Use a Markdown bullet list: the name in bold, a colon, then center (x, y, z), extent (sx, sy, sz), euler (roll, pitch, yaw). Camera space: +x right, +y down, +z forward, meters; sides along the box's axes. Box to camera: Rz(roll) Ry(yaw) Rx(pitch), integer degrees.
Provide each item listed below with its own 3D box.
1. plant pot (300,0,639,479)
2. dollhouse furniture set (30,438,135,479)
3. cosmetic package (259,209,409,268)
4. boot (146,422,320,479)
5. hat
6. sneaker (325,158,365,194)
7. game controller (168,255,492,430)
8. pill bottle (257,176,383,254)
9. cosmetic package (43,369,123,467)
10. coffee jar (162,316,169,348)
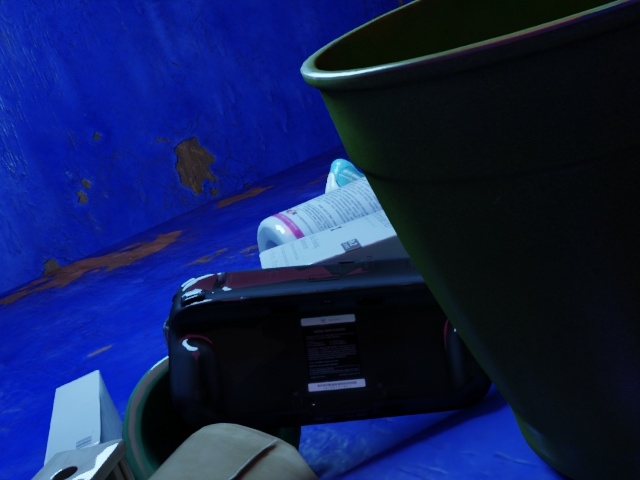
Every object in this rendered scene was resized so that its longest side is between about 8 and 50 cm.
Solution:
- **plant pot**: center (0.217, -0.023, 0.558), extent (0.367, 0.352, 0.366), euler (-19, 19, 7)
- **dollhouse furniture set**: center (-0.235, 0.258, 0.588), extent (0.184, 0.129, 0.129), euler (-15, 13, 15)
- **cosmetic package**: center (0.036, 0.068, 0.946), extent (0.184, 0.151, 0.151), euler (-20, 13, -3)
- **boot**: center (-0.047, 0.218, 0.539), extent (0.236, 0.089, 0.269), euler (20, 8, 15)
- **hat**: center (-0.110, 0.219, 0.812), extent (0.173, 0.183, 0.208), euler (-3, 52, -6)
- **sneaker**: center (0.123, -0.085, 1.423), extent (0.275, 0.109, 0.107), euler (11, -15, -42)
- **game controller**: center (0.009, 0.099, 0.762), extent (0.320, 0.166, 0.067), euler (-5, -24, -4)
- **pill bottle**: center (0.056, -0.011, 1.238), extent (0.283, 0.160, 0.160), euler (-25, 13, -22)
- **cosmetic package**: center (-0.247, 0.227, 0.824), extent (0.061, 0.098, 0.239), euler (-25, 13, -12)
- **coffee jar**: center (-0.165, 0.120, 1.158), extent (0.079, 0.096, 0.184), euler (-13, 14, 15)
